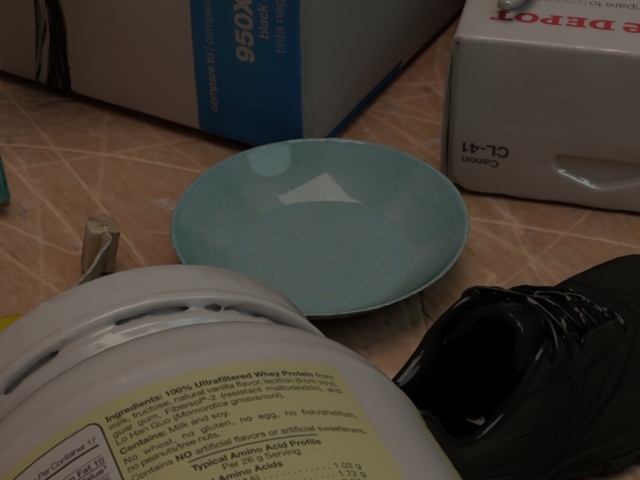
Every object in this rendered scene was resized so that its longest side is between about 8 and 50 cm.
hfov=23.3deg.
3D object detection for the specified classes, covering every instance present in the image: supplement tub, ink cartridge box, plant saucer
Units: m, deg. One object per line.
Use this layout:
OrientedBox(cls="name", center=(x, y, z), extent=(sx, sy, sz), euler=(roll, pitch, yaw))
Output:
OrientedBox(cls="supplement tub", center=(-0.026, 0.181, 0.617), extent=(0.235, 0.235, 0.325), euler=(-15, 39, -17))
OrientedBox(cls="ink cartridge box", center=(0.226, -0.161, 1.151), extent=(0.226, 0.131, 0.306), euler=(7, 37, 11))
OrientedBox(cls="plant saucer", center=(0.000, 0.000, 1.020), extent=(0.195, 0.037, 0.195), euler=(-1, 37, 1))
OrientedBox(cls="ink cartridge box", center=(-0.114, -0.244, 1.239), extent=(0.395, 0.166, 0.285), euler=(17, 41, 23))

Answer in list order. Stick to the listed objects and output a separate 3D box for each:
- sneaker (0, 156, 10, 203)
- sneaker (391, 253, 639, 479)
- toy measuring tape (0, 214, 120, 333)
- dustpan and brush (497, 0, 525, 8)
OrientedBox(cls="sneaker", center=(-0.276, -0.078, 1.115), extent=(0.076, 0.065, 0.166), euler=(-16, 38, -13))
OrientedBox(cls="sneaker", center=(0.120, 0.073, 0.846), extent=(0.109, 0.130, 0.286), euler=(24, 42, 32))
OrientedBox(cls="toy measuring tape", center=(-0.216, 0.063, 0.889), extent=(0.121, 0.121, 0.330), euler=(6, 30, 10))
OrientedBox(cls="dustpan and brush", center=(0.163, -0.224, 1.094), extent=(0.147, 0.060, 0.211), euler=(3, 29, 29))
